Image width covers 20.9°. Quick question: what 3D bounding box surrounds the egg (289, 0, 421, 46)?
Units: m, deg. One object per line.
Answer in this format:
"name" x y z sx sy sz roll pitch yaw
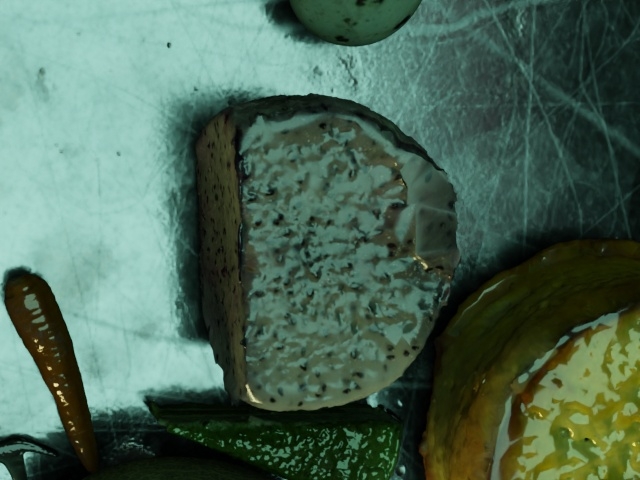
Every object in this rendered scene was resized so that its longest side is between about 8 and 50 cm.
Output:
"egg" 0.041 -0.260 1.634 0.131 0.131 0.164 42 71 -15

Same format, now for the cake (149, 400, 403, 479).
"cake" -0.047 0.209 1.673 0.235 0.100 0.099 3 95 -15

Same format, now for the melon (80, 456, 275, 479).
"melon" -0.117 0.320 1.600 0.301 0.237 0.237 19 91 -15

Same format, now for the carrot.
"carrot" -0.247 0.129 1.647 0.048 0.048 0.216 -22 106 -11

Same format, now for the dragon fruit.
"dragon fruit" 0.000 0.000 1.603 0.204 0.221 0.283 -3 100 -16

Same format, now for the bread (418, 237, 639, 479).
"bread" 0.287 0.199 1.703 0.398 0.215 0.398 -1 96 -9

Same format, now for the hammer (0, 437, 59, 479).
"hammer" -0.267 0.283 1.666 0.078 0.021 0.201 -19 101 -12
